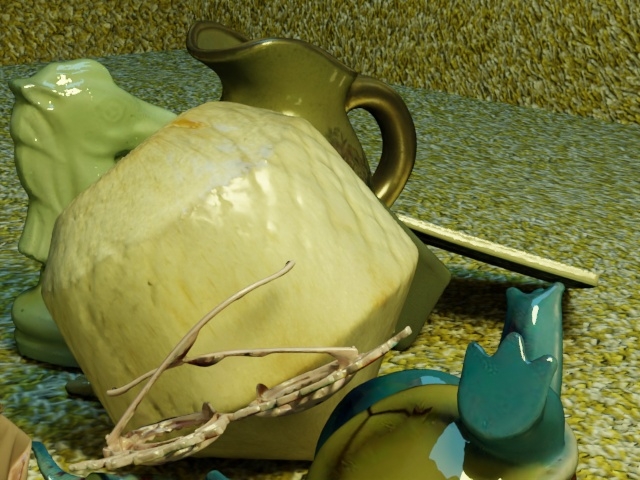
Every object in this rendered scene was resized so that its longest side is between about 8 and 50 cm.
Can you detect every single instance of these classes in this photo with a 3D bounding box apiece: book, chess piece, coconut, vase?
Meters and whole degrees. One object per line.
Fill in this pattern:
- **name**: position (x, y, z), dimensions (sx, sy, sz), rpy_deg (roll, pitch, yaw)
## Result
- **book**: position (0.189, 0.015, 1.874), dimensions (0.228, 0.018, 0.322), rpy_deg (17, 0, 4)
- **chess piece**: position (-0.221, -0.032, 1.645), dimensions (0.175, 0.298, 0.176), rpy_deg (1, 14, 0)
- **coconut**: position (-0.068, 0.057, 1.399), dimensions (0.329, 0.329, 0.329), rpy_deg (3, 14, -1)
- **vase**: position (-0.017, -0.103, 1.966), dimensions (0.329, 0.302, 0.241), rpy_deg (-6, 16, -38)

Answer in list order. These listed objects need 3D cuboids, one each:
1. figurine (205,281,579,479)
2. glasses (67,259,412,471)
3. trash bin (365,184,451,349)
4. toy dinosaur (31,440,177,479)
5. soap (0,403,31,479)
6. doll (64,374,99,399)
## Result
- **figurine**: position (0.078, 0.163, 1.054), dimensions (0.298, 0.243, 0.416), rpy_deg (-41, 21, 2)
- **glasses**: position (-0.062, 0.094, 1.181), dimensions (0.255, 0.095, 0.162), rpy_deg (-23, 9, -2)
- **trash bin**: position (0.000, 0.000, 1.715), dimensions (0.164, 0.122, 0.240), rpy_deg (20, -15, 47)
- **toy dinosaur**: position (-0.122, 0.203, 1.182), dimensions (0.329, 0.076, 0.144), rpy_deg (16, 7, 26)
- **soap**: position (-0.323, 0.128, 1.152), dimensions (0.218, 0.098, 0.273), rpy_deg (8, -19, 13)
- **doll**: position (-0.186, 0.136, 1.535), dimensions (0.093, 0.051, 0.061), rpy_deg (-23, 8, 17)
